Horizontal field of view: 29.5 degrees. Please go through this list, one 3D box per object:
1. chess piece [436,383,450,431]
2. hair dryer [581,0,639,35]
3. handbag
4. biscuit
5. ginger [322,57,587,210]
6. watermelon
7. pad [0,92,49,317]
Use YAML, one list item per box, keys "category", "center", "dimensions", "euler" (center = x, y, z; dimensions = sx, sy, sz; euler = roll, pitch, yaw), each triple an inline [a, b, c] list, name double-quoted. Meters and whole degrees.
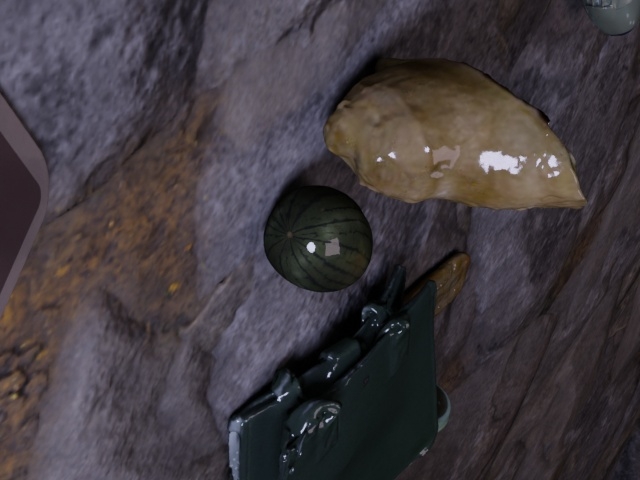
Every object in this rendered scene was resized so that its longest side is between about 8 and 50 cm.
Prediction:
- category: "chess piece"
  center: [0.102, 0.209, 1.360]
  dimensions: [0.067, 0.067, 0.103]
  euler: [-39, 157, -39]
- category: "hair dryer"
  center: [0.300, -0.317, 1.188]
  dimensions: [0.167, 0.067, 0.199]
  euler: [34, 75, -60]
- category: "handbag"
  center: [0.021, 0.177, 1.143]
  dimensions: [0.247, 0.079, 0.260]
  euler: [-42, 149, -35]
- category: "biscuit"
  center: [0.114, 0.061, 1.267]
  dimensions: [0.147, 0.018, 0.071]
  euler: [-35, 147, -42]
- category: "ginger"
  center: [0.094, -0.060, 0.885]
  dimensions: [0.123, 0.193, 0.115]
  euler: [-39, 144, -42]
- category: "watermelon"
  center: [0.000, 0.000, 0.910]
  dimensions: [0.078, 0.078, 0.111]
  euler: [-59, 157, -4]
- category: "pad"
  center: [-0.192, -0.022, 0.523]
  dimensions: [0.266, 0.002, 0.176]
  euler: [68, 36, -59]
